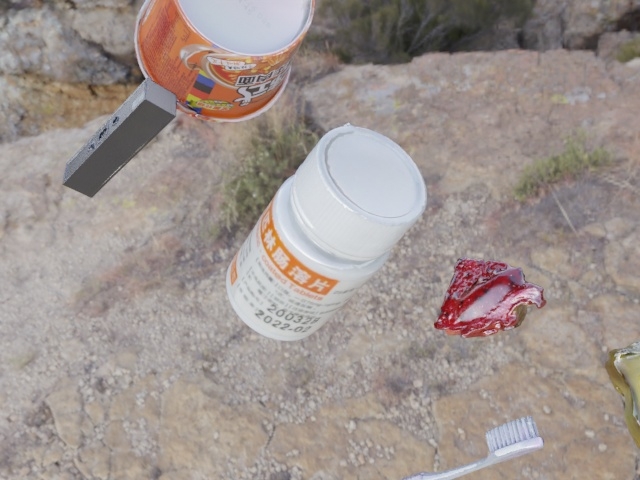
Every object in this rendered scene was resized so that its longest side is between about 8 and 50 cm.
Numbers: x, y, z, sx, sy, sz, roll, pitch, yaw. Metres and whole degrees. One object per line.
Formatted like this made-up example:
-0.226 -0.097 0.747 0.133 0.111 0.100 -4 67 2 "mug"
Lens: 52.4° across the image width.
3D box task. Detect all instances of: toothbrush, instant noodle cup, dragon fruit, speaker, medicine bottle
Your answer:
0.086 0.251 0.677 0.354 0.024 0.029 -41 46 41 "toothbrush"
-0.132 -0.314 0.931 0.250 0.250 0.192 -37 5 -21 "instant noodle cup"
0.186 0.078 0.730 0.063 0.097 0.131 -25 19 -31 "dragon fruit"
-0.253 -0.123 0.809 0.191 0.046 0.040 -33 46 33 "speaker"
0.000 0.000 0.721 0.145 0.252 0.144 18 49 -23 "medicine bottle"

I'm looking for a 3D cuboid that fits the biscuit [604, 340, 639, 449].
0.460 0.159 0.635 0.335 0.078 0.329 21 70 22 "biscuit"
